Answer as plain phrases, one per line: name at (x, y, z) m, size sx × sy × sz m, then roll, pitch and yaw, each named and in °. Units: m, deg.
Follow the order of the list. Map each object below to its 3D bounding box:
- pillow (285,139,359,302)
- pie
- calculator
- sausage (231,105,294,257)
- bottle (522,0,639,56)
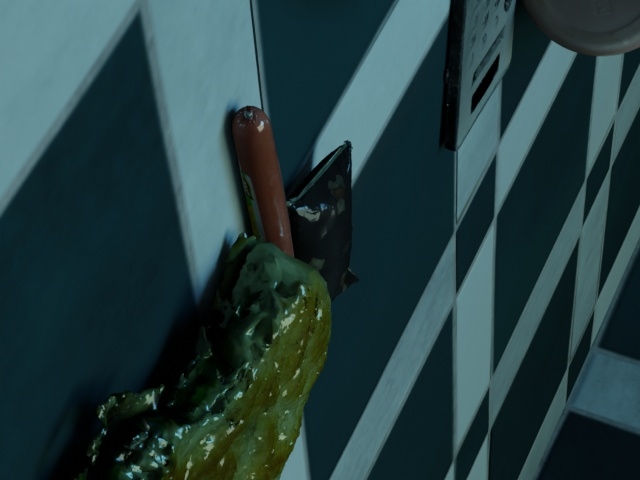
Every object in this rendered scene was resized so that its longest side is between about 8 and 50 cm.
pillow at (-0.001, 0.000, 1.584) m, size 0.090 × 0.048 × 0.150 m, roll -67°, pitch 161°, yaw -45°
pie at (-0.094, 0.169, 1.423) m, size 0.371 × 0.078 × 0.296 m, roll -49°, pitch 152°, yaw -49°
calculator at (0.161, -0.222, 1.909) m, size 0.262 × 0.021 × 0.161 m, roll 90°, pitch 25°, yaw -47°
sausage at (-0.041, -0.033, 1.449) m, size 0.223 × 0.029 × 0.029 m, roll 81°, pitch 32°, yaw -57°
bottle at (0.308, -0.292, 2.080) m, size 0.206 × 0.173 × 0.297 m, roll -46°, pitch 179°, yaw 24°
